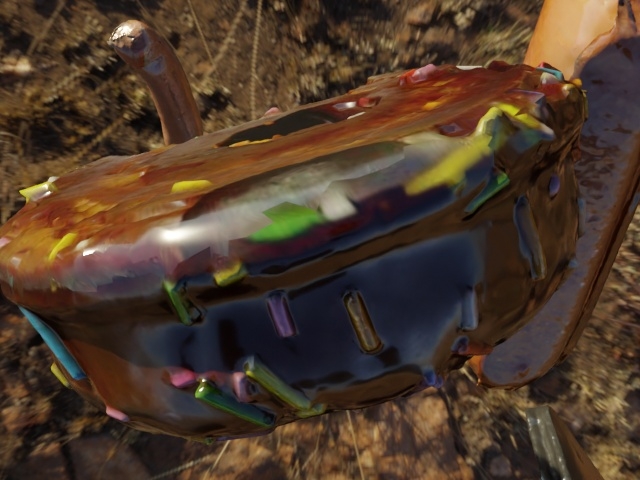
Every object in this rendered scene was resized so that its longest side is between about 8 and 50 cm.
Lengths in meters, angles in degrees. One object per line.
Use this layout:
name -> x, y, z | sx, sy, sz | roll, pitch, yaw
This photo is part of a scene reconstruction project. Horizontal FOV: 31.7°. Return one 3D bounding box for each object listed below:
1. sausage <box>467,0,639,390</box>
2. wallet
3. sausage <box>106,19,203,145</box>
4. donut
sausage -> 0.155, -0.032, 0.726 | 0.102, 0.102, 0.330 | 11, 131, 2
wallet -> 0.329, 0.341, 1.246 | 0.051, 0.197, 0.378 | -29, 122, 13
sausage -> -0.140, -0.133, 1.008 | 0.047, 0.177, 0.040 | -5, 60, 8
donut -> -0.001, 0.000, 0.431 | 0.230, 0.216, 0.096 | -21, 106, -22
